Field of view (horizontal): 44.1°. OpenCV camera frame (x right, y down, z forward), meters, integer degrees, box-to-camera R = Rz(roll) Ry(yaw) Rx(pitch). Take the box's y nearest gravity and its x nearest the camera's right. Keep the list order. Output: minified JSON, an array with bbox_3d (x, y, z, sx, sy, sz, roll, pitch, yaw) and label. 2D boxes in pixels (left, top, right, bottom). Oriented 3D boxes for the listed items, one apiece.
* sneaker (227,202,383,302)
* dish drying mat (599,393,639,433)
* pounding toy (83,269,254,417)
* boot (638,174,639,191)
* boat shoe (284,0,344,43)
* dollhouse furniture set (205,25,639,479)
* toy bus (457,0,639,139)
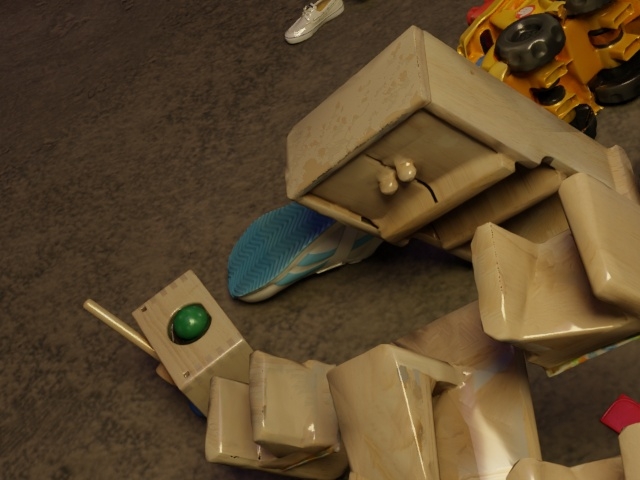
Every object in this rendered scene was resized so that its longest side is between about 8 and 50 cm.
[{"bbox_3d":[0.000,0.000,0.819,0.228,0.092,0.087,-34,48,20],"label":"sneaker"},{"bbox_3d":[0.269,0.157,0.634,0.032,0.008,0.083,-45,51,-14],"label":"dish drying mat"},{"bbox_3d":[-0.127,0.103,0.746,0.100,0.141,0.130,-37,49,-9],"label":"pounding toy"},{"bbox_3d":[0.338,-0.128,0.741,0.209,0.189,0.076,-53,9,-20],"label":"boot"},{"bbox_3d":[-0.011,-0.313,1.098,0.100,0.035,0.035,-36,49,-8],"label":"boat shoe"},{"bbox_3d":[0.120,0.086,0.578,0.362,0.256,0.395,-34,46,42],"label":"dollhouse furniture set"},{"bbox_3d":[0.228,-0.211,0.863,0.220,0.149,0.211,-44,38,-12],"label":"toy bus"}]
